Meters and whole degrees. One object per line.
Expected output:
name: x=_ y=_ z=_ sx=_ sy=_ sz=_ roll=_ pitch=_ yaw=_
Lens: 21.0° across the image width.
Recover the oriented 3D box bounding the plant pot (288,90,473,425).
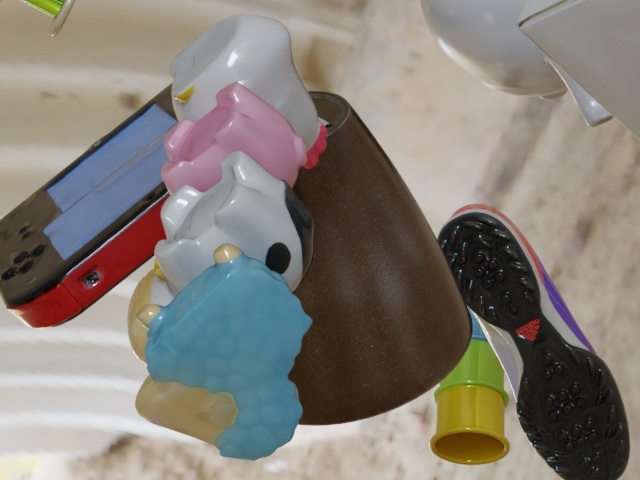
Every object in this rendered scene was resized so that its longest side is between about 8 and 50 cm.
plant pot: x=0.000 y=0.000 z=1.454 sx=0.215 sy=0.215 sz=0.230 roll=-77 pitch=-26 yaw=-56

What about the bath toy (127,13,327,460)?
bath toy: x=-0.055 y=-0.016 z=1.157 sx=0.151 sy=0.129 sz=0.348 roll=-34 pitch=29 yaw=24

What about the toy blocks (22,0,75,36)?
toy blocks: x=-0.242 y=-0.241 z=1.310 sx=0.123 sy=0.148 sz=0.054 roll=-66 pitch=13 yaw=-11

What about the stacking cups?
stacking cups: x=0.178 y=0.108 z=2.081 sx=0.096 sy=0.096 sz=0.316 roll=108 pitch=166 yaw=-57

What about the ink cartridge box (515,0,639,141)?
ink cartridge box: x=0.267 y=-0.197 z=1.167 sx=0.114 sy=0.197 sz=0.273 roll=-23 pitch=35 yaw=48

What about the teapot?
teapot: x=0.232 y=-0.243 z=1.874 sx=0.256 sy=0.252 sz=0.187 roll=-49 pitch=-49 yaw=-43

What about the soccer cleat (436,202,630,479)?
soccer cleat: x=0.225 y=0.102 z=1.762 sx=0.108 sy=0.318 sz=0.116 roll=-29 pitch=4 yaw=17

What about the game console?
game console: x=-0.217 y=-0.071 z=1.966 sx=0.386 sy=0.060 sz=0.342 roll=-39 pitch=27 yaw=-6
